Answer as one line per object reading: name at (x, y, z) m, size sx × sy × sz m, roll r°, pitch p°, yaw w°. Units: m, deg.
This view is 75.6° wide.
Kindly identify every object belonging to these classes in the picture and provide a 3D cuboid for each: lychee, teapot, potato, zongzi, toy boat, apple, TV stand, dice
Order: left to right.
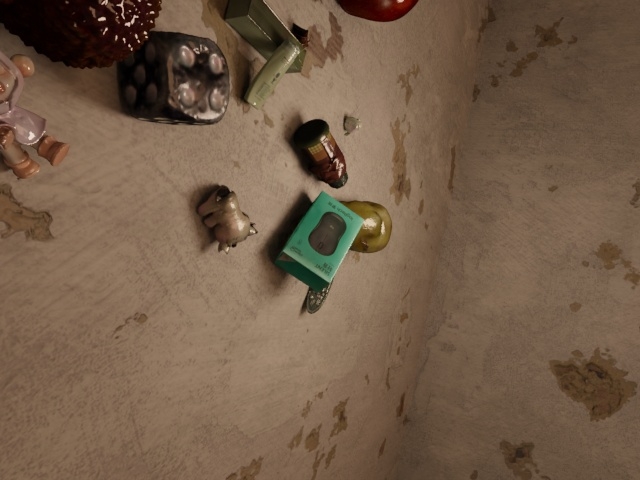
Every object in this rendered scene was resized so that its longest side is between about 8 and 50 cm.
lychee at (-0.400, -0.439, 0.670) m, size 0.330 × 0.306 × 0.306 m, roll -58°, pitch 143°, yaw -43°
dice at (-0.325, -0.357, 0.930) m, size 0.182 × 0.181 × 0.183 m, roll -14°, pitch 111°, yaw -52°
TV stand at (-0.151, -0.599, 1.209) m, size 0.269 × 0.088 × 0.083 m, roll 25°, pitch 76°, yaw -59°
zongzi at (-0.059, -0.667, 1.348) m, size 0.067 × 0.073 × 0.083 m, roll -33°, pitch 127°, yaw -25°
toy boat at (0.005, 0.176, 1.676) m, size 0.085 × 0.078 × 0.261 m, roll 72°, pitch 38°, yaw -63°
teapot at (0.132, -0.472, 1.713) m, size 0.083 × 0.064 × 0.064 m, roll -58°, pitch 165°, yaw 28°
potato at (0.160, -0.063, 1.748) m, size 0.351 × 0.202 × 0.218 m, roll 5°, pitch 106°, yaw -44°
apple at (0.207, -0.931, 1.456) m, size 0.288 × 0.316 × 0.288 m, roll -29°, pitch 125°, yaw -51°

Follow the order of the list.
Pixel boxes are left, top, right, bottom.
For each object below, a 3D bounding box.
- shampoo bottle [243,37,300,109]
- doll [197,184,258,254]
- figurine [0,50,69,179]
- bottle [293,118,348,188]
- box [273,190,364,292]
shampoo bottle at (-0.142, -0.485, 1.203) m, size 0.212 × 0.049 × 0.072 m, roll -50°, pitch 145°, yaw 13°
doll at (-0.261, -0.063, 1.191) m, size 0.149 × 0.095 × 0.192 m, roll -50°, pitch 135°, yaw -40°
figurine at (-0.550, -0.227, 0.677) m, size 0.276 × 0.133 × 0.200 m, roll 70°, pitch 31°, yaw -45°
bottle at (0.012, -0.301, 1.504) m, size 0.271 × 0.143 × 0.156 m, roll 53°, pitch 16°, yaw -45°
box at (0.000, 0.000, 1.488) m, size 0.311 × 0.205 × 0.118 m, roll -58°, pitch -176°, yaw -29°
